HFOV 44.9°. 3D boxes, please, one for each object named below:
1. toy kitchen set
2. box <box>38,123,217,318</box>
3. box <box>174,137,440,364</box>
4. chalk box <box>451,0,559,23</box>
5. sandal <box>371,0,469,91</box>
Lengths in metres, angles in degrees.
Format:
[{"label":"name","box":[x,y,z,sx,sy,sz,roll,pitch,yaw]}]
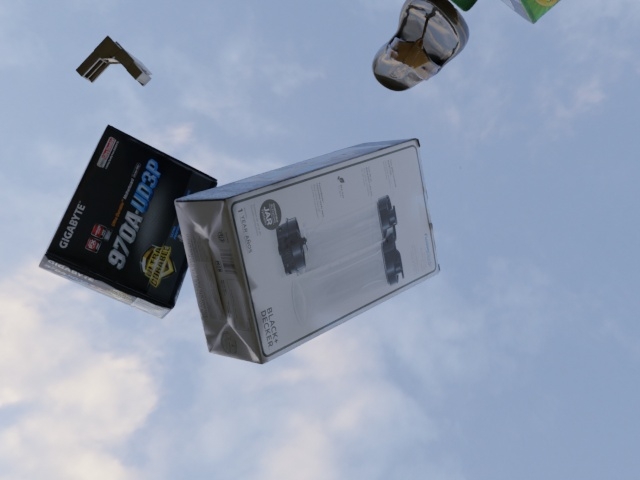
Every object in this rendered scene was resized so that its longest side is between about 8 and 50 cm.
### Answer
[{"label":"toy kitchen set","box":[-0.307,-0.250,1.181,0.075,0.068,0.083,-45,-101,5]},{"label":"box","box":[-0.251,-0.026,1.044,0.175,0.220,0.051,27,-35,-18]},{"label":"box","box":[0.000,0.000,0.834,0.087,0.290,0.169,1,-72,46]},{"label":"chalk box","box":[0.294,-0.458,1.118,0.289,0.179,0.180,-40,-133,10]},{"label":"sandal","box":[0.108,-0.226,0.937,0.090,0.219,0.060,35,-109,-9]}]
